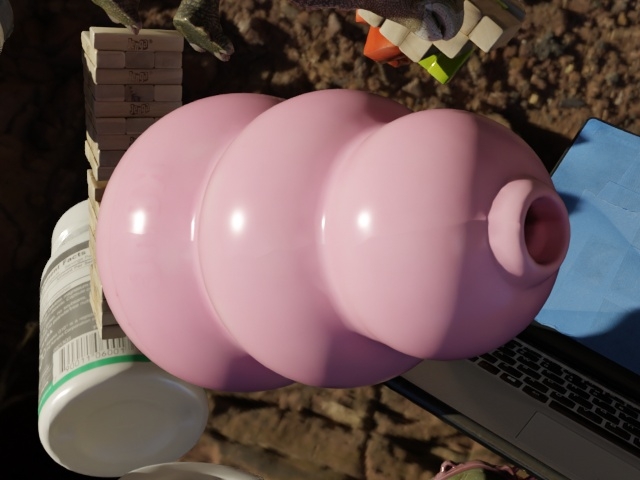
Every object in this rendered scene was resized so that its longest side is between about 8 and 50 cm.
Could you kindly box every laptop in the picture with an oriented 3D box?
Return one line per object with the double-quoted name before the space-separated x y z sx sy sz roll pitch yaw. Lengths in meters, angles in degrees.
"laptop" 0.310 0.065 0.661 0.382 0.236 0.408 29 -165 22

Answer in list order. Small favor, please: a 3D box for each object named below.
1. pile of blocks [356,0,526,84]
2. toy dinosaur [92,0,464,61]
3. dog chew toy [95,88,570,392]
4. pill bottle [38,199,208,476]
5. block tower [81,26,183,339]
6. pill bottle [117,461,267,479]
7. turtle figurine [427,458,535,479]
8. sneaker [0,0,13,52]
"pile of blocks" 0.094 -0.228 0.776 0.149 0.362 0.112 30 120 -17
"toy dinosaur" -0.058 -0.192 0.373 0.121 0.160 0.313 20 159 51
"dog chew toy" 0.000 0.000 0.504 0.206 0.206 0.332 41 155 -30
"pill bottle" -0.273 0.113 1.103 0.204 0.361 0.204 -9 132 -10
"block tower" -0.205 -0.064 0.889 0.091 0.335 0.097 -5 -153 -23
"pill bottle" -0.132 0.401 0.775 0.188 0.334 0.188 8 -174 -1
"turtle figurine" 0.113 0.223 0.609 0.175 0.118 0.234 -7 171 4
"sneaker" -0.393 -0.228 0.861 0.131 0.148 0.350 16 -166 -26
